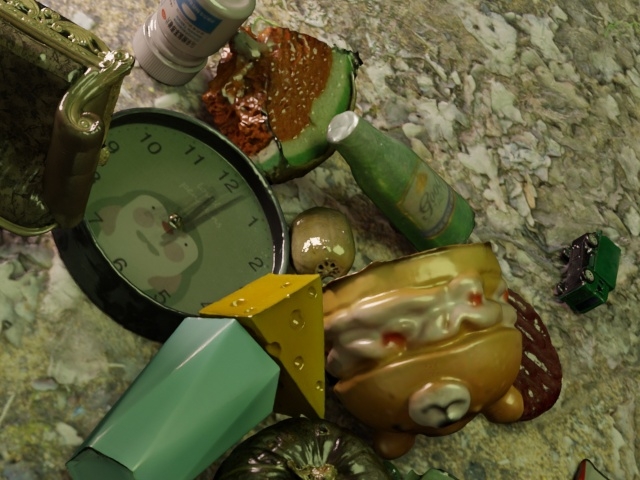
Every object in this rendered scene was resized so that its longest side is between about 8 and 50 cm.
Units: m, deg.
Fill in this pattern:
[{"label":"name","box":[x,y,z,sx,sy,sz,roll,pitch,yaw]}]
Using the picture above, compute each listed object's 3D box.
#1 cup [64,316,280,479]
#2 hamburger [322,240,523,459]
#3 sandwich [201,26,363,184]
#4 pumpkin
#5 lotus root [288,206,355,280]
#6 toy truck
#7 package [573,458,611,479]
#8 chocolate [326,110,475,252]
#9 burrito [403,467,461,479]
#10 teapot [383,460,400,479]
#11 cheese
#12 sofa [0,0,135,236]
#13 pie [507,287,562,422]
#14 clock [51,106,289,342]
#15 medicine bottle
[{"label":"cup","box":[-0.160,0.199,1.406,0.134,0.148,0.235,23,38,19]},{"label":"hamburger","box":[0.128,0.140,1.618,0.276,0.276,0.236,-7,76,-43]},{"label":"sandwich","box":[-0.058,-0.186,1.782,0.212,0.109,0.292,31,46,-27]},{"label":"pumpkin","box":[-0.013,0.300,1.434,0.224,0.157,0.223,13,44,-12]},{"label":"lotus root","box":[0.000,-0.001,1.704,0.183,0.090,0.077,-92,171,-68]},{"label":"toy truck","box":[0.430,0.051,2.074,0.079,0.065,0.147,41,41,-15]},{"label":"package","box":[0.440,0.431,1.831,0.232,0.040,0.166,37,39,-3]},{"label":"chocolate","box":[0.107,-0.083,1.794,0.291,0.110,0.110,41,37,-43]},{"label":"burrito","box":[0.123,0.378,1.559,0.144,0.089,0.229,48,40,2]},{"label":"teapot","box":[0.062,0.310,1.586,0.043,0.043,0.111,51,39,1]},{"label":"cheese","box":[-0.049,0.139,1.525,0.126,0.093,0.171,-31,114,-42]},{"label":"sofa","box":[-0.350,-0.142,1.401,0.258,0.200,0.182,31,50,1]},{"label":"pie","box":[0.263,0.165,1.859,0.204,0.054,0.219,53,40,3]},{"label":"clock","box":[-0.180,-0.023,1.602,0.319,0.066,0.319,23,47,-27]},{"label":"medicine bottle","box":[-0.170,-0.294,1.728,0.105,0.168,0.105,22,49,-28]}]
